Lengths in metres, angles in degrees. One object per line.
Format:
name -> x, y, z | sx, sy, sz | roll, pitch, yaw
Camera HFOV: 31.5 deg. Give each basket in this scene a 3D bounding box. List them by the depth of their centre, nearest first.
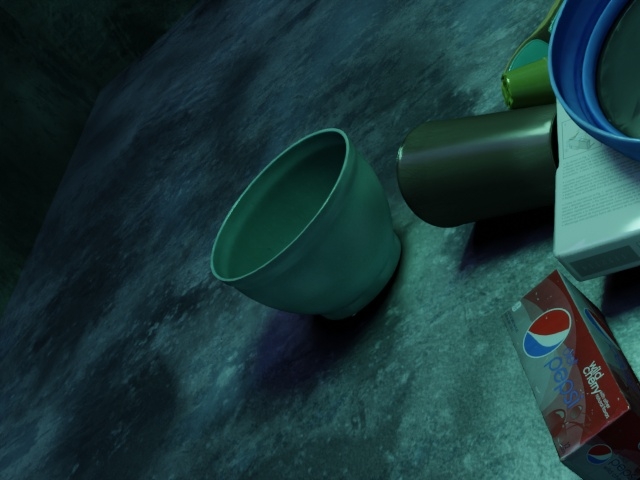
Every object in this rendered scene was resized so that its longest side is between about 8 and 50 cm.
basket -> 0.254, -0.106, 1.544 | 0.226, 0.204, 0.154 | -8, 87, 44

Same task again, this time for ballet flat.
ballet flat -> 0.358, -0.299, 1.776 | 0.232, 0.080, 0.073 | -51, -4, -11

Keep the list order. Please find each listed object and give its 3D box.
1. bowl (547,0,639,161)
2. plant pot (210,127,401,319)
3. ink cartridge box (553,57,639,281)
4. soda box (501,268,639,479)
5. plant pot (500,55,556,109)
bowl -> 0.445, -0.251, 1.272 | 0.391, 0.077, 0.391 | -26, 44, 28
plant pot -> 0.000, 0.000, 1.763 | 0.293, 0.196, 0.293 | -37, 27, 23
ink cartridge box -> 0.413, -0.110, 1.303 | 0.296, 0.066, 0.261 | -19, 47, 35
soda box -> 0.281, 0.146, 1.219 | 0.092, 0.083, 0.263 | -42, 26, 17
plant pot -> 0.290, -0.210, 1.548 | 0.079, 0.083, 0.083 | -12, 29, -1
